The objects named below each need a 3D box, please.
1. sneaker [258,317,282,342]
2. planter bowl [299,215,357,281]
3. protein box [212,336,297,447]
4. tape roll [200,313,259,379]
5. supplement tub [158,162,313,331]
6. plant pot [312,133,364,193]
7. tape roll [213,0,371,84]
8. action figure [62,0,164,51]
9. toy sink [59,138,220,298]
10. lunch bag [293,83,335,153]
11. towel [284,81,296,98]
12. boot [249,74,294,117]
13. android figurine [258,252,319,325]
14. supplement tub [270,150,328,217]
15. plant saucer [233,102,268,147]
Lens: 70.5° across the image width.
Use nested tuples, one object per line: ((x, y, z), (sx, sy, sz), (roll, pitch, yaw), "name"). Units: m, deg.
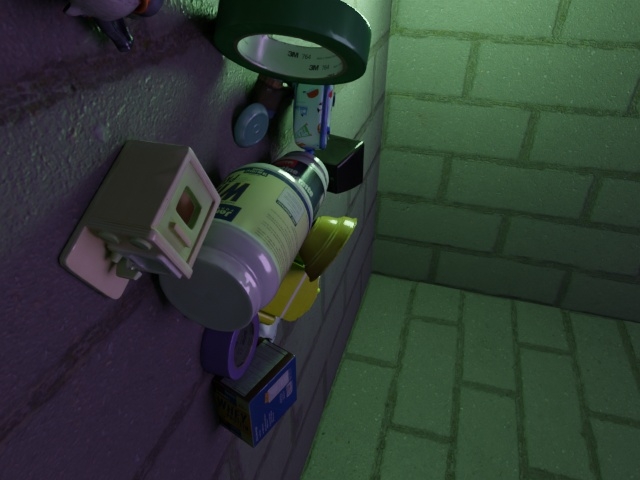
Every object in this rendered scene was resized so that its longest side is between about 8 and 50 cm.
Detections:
((-0.156, 0.254, 1.473), (0.256, 0.094, 0.151), (16, 78, -66), "sneaker")
((0.000, 0.000, 1.246), (0.217, 0.090, 0.217), (-52, -172, 10), "planter bowl")
((-0.182, 0.433, 1.307), (0.201, 0.135, 0.200), (-38, 139, -43), "protein box")
((-0.236, 0.265, 1.204), (0.189, 0.080, 0.189), (11, 90, -76), "tape roll")
((-0.169, 0.007, 0.974), (0.325, 0.235, 0.236), (-64, 159, -48), "supplement tub")
((0.051, -0.287, 1.775), (0.167, 0.188, 0.188), (-50, 149, -42), "plant pot")
((-0.056, -0.416, 0.949), (0.321, 0.321, 0.077), (2, 96, -76), "tape roll")
((-0.247, -0.414, 0.527), (0.341, 0.178, 0.331), (64, 29, -70), "action figure")
((-0.276, -0.022, 0.744), (0.153, 0.131, 0.234), (74, 30, -59), "toy sink")
((-0.018, -0.375, 1.327), (0.303, 0.114, 0.243), (-77, 170, -80), "lunch bag")
((-0.082, -0.473, 1.406), (0.119, 0.029, 0.067), (-44, 141, -68), "towel")
((-0.137, -0.384, 1.216), (0.106, 0.082, 0.219), (-61, 175, 14), "boot")
((-0.113, 0.133, 1.316), (0.272, 0.056, 0.248), (27, 92, -38), "android figurine")
((-0.095, -0.117, 1.267), (0.272, 0.191, 0.191), (-63, 158, -49), "supplement tub")
((-0.166, -0.282, 1.130), (0.119, 0.021, 0.119), (-45, 157, -26), "plant saucer")
